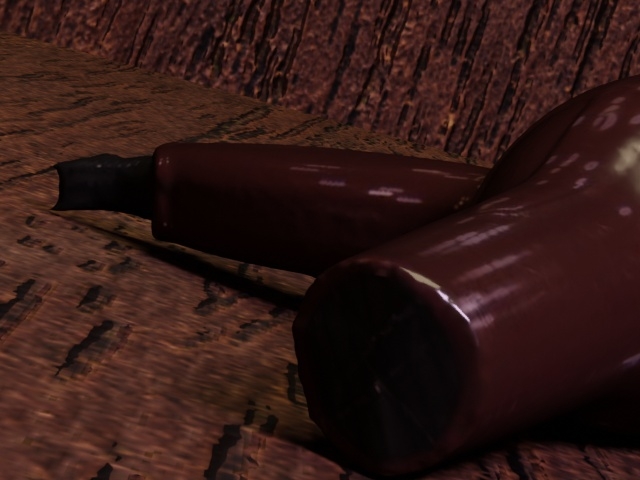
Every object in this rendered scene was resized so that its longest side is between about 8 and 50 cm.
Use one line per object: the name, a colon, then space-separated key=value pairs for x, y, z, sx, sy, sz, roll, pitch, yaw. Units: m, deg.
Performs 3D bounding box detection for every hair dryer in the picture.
hair dryer: x=0.000 y=0.000 z=0.695 sx=0.340 sy=0.123 sz=0.312 roll=7 pitch=11 yaw=35
